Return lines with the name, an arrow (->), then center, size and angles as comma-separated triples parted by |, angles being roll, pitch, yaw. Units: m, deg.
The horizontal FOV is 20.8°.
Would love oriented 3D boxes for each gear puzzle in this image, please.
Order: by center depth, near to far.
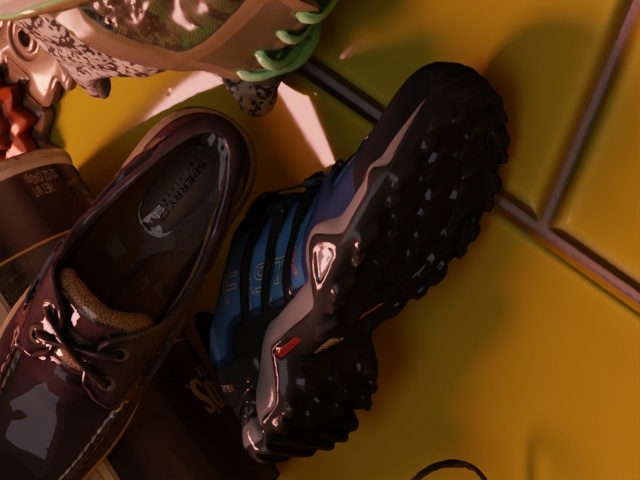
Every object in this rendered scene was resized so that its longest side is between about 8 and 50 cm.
gear puzzle -> -0.254, -0.141, 1.280 | 0.175, 0.044, 0.339 | 42, 131, 22

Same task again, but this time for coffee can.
coffee can -> -0.186, 0.104, 1.205 | 0.275, 0.201, 0.201 | 56, 135, 7

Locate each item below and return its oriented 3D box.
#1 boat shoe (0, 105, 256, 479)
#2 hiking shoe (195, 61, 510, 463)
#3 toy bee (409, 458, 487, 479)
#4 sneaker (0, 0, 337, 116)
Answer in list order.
boat shoe -> -0.133, 0.041, 1.061 | 0.103, 0.092, 0.285 | 34, 88, 1
hiking shoe -> 0.000, 0.000, 1.062 | 0.132, 0.113, 0.304 | 51, 128, 30
toy bee -> 0.016, 0.279, 1.157 | 0.195, 0.298, 0.162 | 42, 173, -24
sneaker -> -0.041, -0.160, 1.048 | 0.410, 0.158, 0.182 | 3, 141, 40
